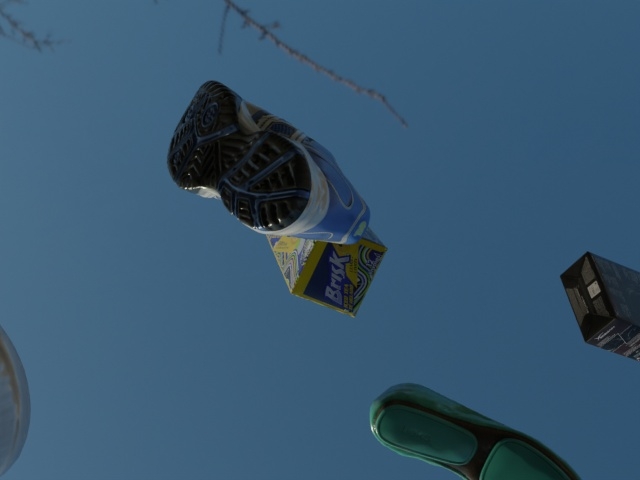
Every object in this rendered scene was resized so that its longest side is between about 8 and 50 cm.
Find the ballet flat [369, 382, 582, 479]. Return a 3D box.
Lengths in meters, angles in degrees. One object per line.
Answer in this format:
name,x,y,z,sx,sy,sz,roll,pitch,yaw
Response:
ballet flat,0.169,0.214,1.097,0.247,0.083,0.087,26,-161,-1

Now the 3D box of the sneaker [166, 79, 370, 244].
sneaker,-0.043,-0.049,0.735,0.080,0.081,0.211,-59,-142,11

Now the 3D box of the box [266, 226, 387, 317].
box,0.000,0.000,0.820,0.059,0.054,0.169,-65,-166,10

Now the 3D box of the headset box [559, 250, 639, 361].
headset box,0.216,0.050,0.738,0.032,0.083,0.062,-47,-143,34

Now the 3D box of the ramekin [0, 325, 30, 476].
ramekin,-0.488,0.190,1.216,0.273,0.272,0.127,3,-168,18
